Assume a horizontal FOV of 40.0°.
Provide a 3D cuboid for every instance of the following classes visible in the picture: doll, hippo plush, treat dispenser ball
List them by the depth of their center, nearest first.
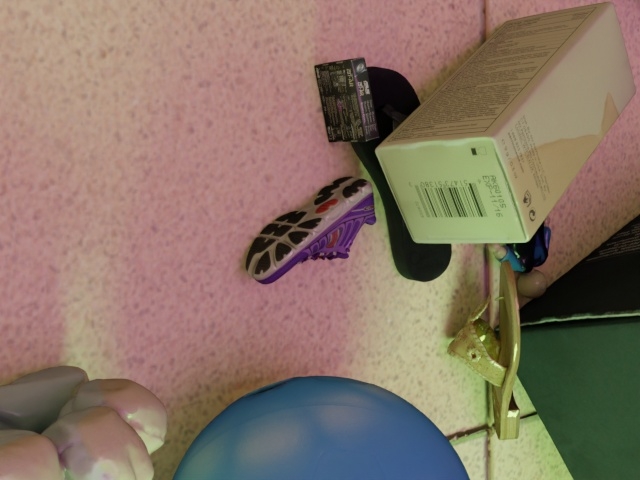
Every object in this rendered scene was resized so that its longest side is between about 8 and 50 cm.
[{"bbox_3d":[-0.245,0.242,0.652,0.294,0.234,0.236,-8,98,-35],"label":"hippo plush"},{"bbox_3d":[0.001,0.267,0.792,0.288,0.288,0.288,-4,96,-35],"label":"treat dispenser ball"},{"bbox_3d":[0.249,-0.015,1.085,0.129,0.046,0.188,-28,116,-39],"label":"doll"}]

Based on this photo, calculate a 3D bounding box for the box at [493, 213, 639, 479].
[{"bbox_3d":[0.563,0.184,1.113,0.472,0.297,0.479,-32,97,-30],"label":"box"}]

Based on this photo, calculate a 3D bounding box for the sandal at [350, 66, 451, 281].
[{"bbox_3d":[0.102,-0.075,0.971,0.097,0.054,0.254,-32,111,-29],"label":"sandal"}]

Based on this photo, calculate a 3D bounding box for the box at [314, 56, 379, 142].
[{"bbox_3d":[0.026,-0.144,0.906,0.018,0.067,0.083,-20,105,-32],"label":"box"}]

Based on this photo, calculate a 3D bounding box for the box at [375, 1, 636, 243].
[{"bbox_3d":[0.211,-0.132,0.950,0.311,0.148,0.121,-44,120,-36],"label":"box"}]

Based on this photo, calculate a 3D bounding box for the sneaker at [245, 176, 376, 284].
[{"bbox_3d":[0.000,0.000,0.903,0.170,0.068,0.071,-35,118,-28],"label":"sneaker"}]

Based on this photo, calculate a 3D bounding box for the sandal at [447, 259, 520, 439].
[{"bbox_3d":[0.191,0.140,1.043,0.079,0.088,0.239,-6,116,3],"label":"sandal"}]
